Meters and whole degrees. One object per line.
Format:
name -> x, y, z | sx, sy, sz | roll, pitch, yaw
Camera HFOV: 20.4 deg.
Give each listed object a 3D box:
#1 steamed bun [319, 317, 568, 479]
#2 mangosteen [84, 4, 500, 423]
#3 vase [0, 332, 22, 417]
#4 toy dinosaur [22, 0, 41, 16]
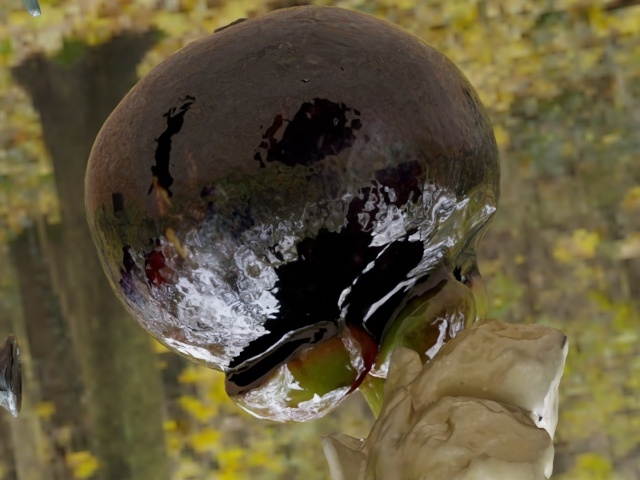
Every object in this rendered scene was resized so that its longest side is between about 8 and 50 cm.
steamed bun -> 0.056, 0.189, 0.963 | 0.137, 0.295, 0.292 | 6, -157, 6
mangosteen -> 0.000, 0.000, 1.150 | 0.275, 0.302, 0.275 | -25, 173, -4
vase -> -0.282, 0.093, 1.175 | 0.167, 0.059, 0.059 | -3, 178, -2
toy dinosaur -> -0.163, 0.068, 0.577 | 0.076, 0.363, 0.147 | 13, -157, 28
